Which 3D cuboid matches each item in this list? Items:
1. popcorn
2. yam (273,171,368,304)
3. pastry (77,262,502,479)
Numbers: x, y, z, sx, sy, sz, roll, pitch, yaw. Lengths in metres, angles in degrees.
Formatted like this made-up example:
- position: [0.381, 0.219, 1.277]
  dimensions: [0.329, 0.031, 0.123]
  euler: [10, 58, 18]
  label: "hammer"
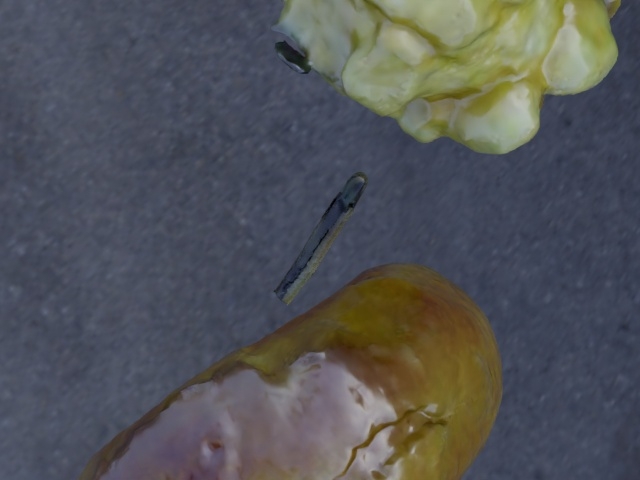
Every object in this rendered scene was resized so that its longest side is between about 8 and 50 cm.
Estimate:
- position: [0.070, -0.178, 1.014]
  dimensions: [0.215, 0.286, 0.252]
  euler: [-14, 111, 5]
  label: "popcorn"
- position: [0.000, 0.000, 0.894]
  dimensions: [0.014, 0.014, 0.107]
  euler: [38, 130, 4]
  label: "yam"
- position: [-0.025, 0.152, 1.097]
  dimensions: [0.164, 0.356, 0.356]
  euler: [52, 127, 6]
  label: "pastry"
